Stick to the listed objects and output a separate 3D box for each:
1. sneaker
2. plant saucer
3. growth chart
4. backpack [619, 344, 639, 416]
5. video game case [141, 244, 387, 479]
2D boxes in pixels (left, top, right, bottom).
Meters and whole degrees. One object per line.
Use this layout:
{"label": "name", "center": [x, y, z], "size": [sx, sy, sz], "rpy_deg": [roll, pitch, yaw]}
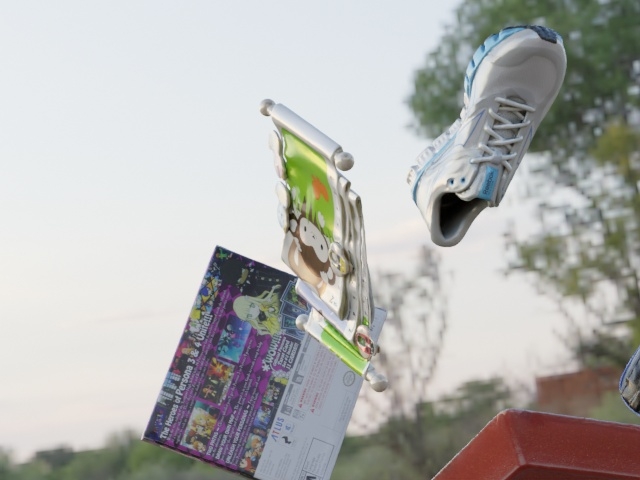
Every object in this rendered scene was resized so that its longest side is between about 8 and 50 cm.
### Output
{"label": "sneaker", "center": [0.127, -0.070, 1.150], "size": [0.071, 0.083, 0.191], "rpy_deg": [15, -51, -16]}
{"label": "plant saucer", "center": [0.248, 0.267, 1.635], "size": [0.258, 0.048, 0.259], "rpy_deg": [10, -37, -21]}
{"label": "growth chart", "center": [0.000, 0.000, 1.382], "size": [0.021, 0.237, 0.172], "rpy_deg": [-19, 24, -25]}
{"label": "backpack", "center": [0.338, 0.124, 1.423], "size": [0.084, 0.114, 0.105], "rpy_deg": [30, 7, -41]}
{"label": "video game case", "center": [-0.060, 0.148, 1.738], "size": [0.210, 0.232, 0.042], "rpy_deg": [21, -16, -6]}
